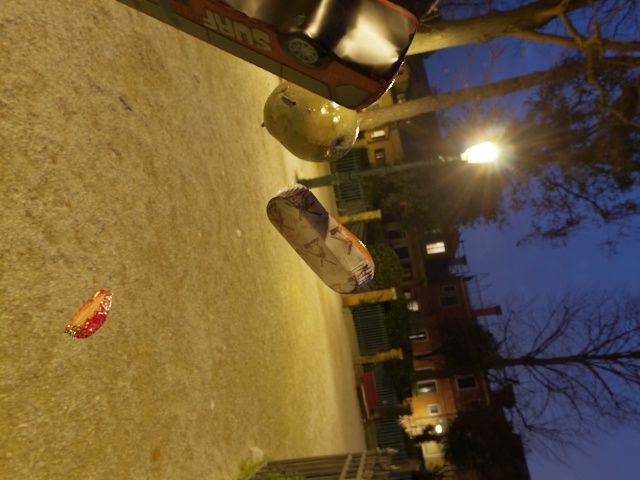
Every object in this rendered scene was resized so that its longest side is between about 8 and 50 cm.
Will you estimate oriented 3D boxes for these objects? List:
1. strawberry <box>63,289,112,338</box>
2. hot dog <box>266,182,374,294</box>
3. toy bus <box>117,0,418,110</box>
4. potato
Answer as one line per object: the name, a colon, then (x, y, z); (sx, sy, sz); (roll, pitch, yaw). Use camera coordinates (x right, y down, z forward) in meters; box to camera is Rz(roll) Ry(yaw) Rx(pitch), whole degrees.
strawberry: (-0.555, 0.181, 1.024); (0.048, 0.104, 0.152); (63, 28, -28)
hot dog: (0.000, 0.000, 0.614); (0.191, 0.108, 0.059); (48, 46, -8)
toy bus: (-0.110, -0.249, 0.398); (0.092, 0.409, 0.093); (123, -8, -78)
potato: (-0.021, -0.253, 0.869); (0.248, 0.144, 0.169); (46, -62, 40)
